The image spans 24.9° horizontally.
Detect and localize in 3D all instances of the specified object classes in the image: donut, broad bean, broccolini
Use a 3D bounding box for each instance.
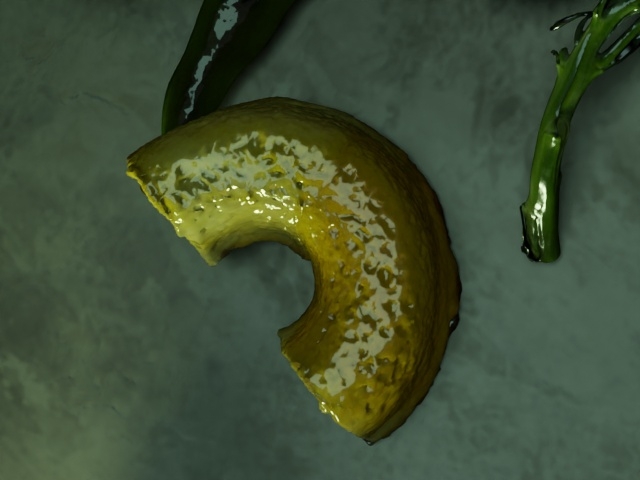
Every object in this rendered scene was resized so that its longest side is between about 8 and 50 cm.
[{"bbox_3d":[0.000,-0.007,0.945,0.152,0.101,0.259,-43,83,3],"label":"donut"},{"bbox_3d":[-0.043,-0.166,0.993,0.060,0.043,0.297,37,97,-5],"label":"broad bean"},{"bbox_3d":[0.198,-0.108,0.922,0.123,0.062,0.271,10,110,-26],"label":"broccolini"}]
